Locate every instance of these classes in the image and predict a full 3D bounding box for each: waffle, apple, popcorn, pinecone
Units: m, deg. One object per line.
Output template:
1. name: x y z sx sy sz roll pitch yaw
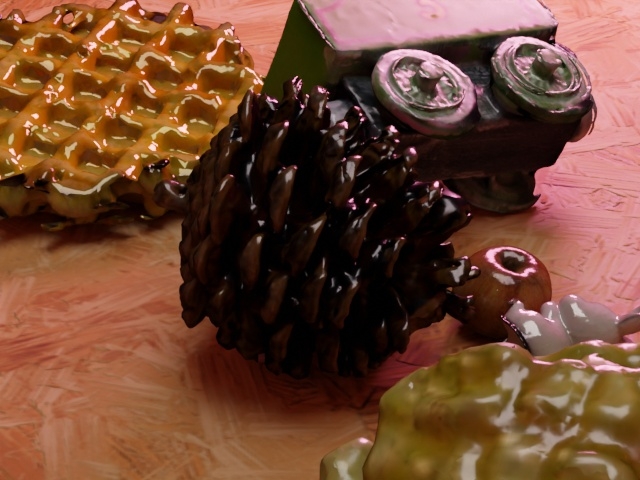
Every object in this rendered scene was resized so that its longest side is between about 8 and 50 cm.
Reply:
1. waffle: -0.216 -0.128 1.842 0.379 0.095 0.382 -10 33 -23
2. apple: 0.153 0.045 1.567 0.084 0.071 0.084 5 35 -3
3. popcorn: 0.167 0.184 1.097 0.335 0.279 0.274 -6 46 1
4. pinecone: -0.008 0.005 1.486 0.257 0.243 0.243 43 27 -13

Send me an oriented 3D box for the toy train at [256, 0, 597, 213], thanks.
1. toy train: 0.097 -0.149 1.749 0.307 0.173 0.249 -10 52 -30

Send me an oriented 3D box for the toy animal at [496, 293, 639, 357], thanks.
1. toy animal: 0.205 0.079 1.505 0.124 0.071 0.085 -15 32 -28

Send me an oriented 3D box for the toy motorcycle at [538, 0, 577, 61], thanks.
1. toy motorcycle: 0.166 -0.249 2.058 0.187 0.125 0.275 4 25 -14
